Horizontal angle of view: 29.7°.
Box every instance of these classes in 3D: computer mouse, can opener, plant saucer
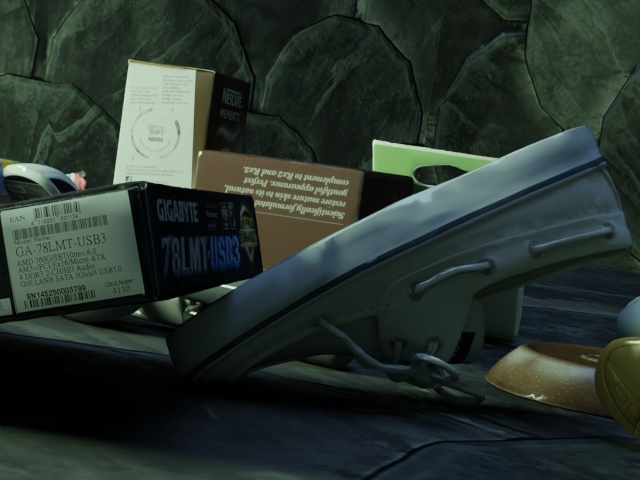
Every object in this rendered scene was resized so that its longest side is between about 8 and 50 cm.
[{"bbox_3d":[-0.241,-0.014,1.173,0.106,0.042,0.193,10,-38,28],"label":"computer mouse"},{"bbox_3d":[-0.107,0.064,1.039,0.283,0.076,0.095,10,36,28],"label":"can opener"},{"bbox_3d":[0.244,0.118,1.045,0.198,0.036,0.198,9,4,-1],"label":"plant saucer"}]

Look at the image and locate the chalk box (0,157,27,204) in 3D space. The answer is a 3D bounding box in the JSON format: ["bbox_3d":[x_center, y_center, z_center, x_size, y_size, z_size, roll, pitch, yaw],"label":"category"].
[{"bbox_3d":[-0.366,-0.024,1.157,0.132,0.132,0.213,9,4,10],"label":"chalk box"}]

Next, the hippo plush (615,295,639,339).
[{"bbox_3d":[0.443,0.026,1.325,0.294,0.237,0.234,5,5,-38],"label":"hippo plush"}]

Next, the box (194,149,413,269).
[{"bbox_3d":[-0.017,0.005,1.194,0.168,0.167,0.203,9,4,17],"label":"box"}]

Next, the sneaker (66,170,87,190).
[{"bbox_3d":[-0.351,-0.031,1.464,0.136,0.116,0.314,5,4,-17],"label":"sneaker"}]

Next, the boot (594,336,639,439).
[{"bbox_3d":[0.317,0.120,0.856,0.213,0.077,0.165,17,8,34],"label":"boot"}]

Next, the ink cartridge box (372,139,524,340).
[{"bbox_3d":[0.141,-0.007,1.319,0.171,0.235,0.056,10,34,15],"label":"ink cartridge box"}]

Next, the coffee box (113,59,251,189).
[{"bbox_3d":[-0.155,-0.061,1.308,0.098,0.247,0.141,8,4,12],"label":"coffee box"}]

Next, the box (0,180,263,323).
[{"bbox_3d":[-0.208,0.018,0.791,0.293,0.073,0.295,-7,0,9],"label":"box"}]

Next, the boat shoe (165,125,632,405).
[{"bbox_3d":[0.077,0.053,0.891,0.367,0.156,0.136,-24,-6,-20],"label":"boat shoe"}]
